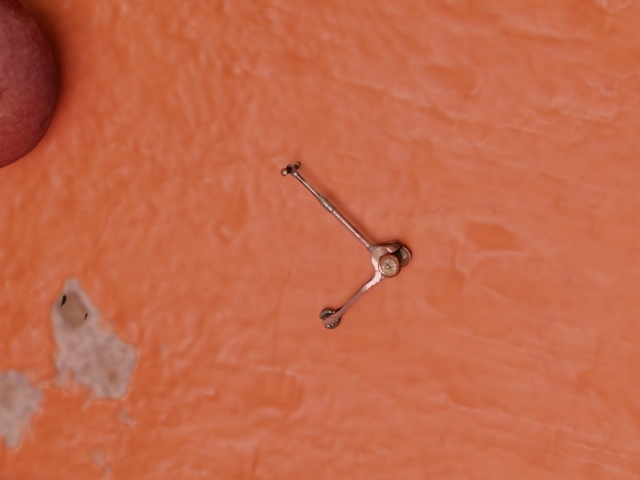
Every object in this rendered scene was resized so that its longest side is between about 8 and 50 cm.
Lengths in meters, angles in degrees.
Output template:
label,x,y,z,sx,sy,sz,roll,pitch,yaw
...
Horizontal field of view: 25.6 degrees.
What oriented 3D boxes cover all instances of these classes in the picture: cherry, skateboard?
label,x,y,z,sx,sy,sz,roll,pitch,yaw
cherry,-0.183,-0.088,0.756,0.126,0.087,0.106,8,129,51
skateboard,0.000,0.000,0.764,0.064,0.032,0.083,-43,88,21
